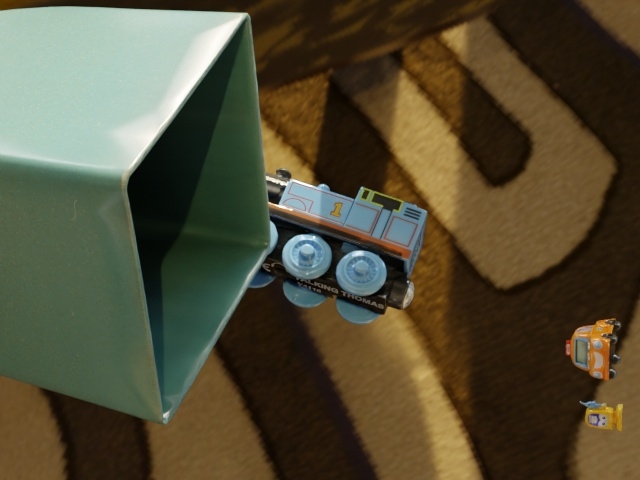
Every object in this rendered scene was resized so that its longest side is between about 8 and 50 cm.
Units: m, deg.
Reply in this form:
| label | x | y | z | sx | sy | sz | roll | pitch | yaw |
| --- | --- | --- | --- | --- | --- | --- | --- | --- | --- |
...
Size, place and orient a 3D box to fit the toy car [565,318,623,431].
| label | x | y | z | sx | sy | sz | roll | pitch | yaw |
| --- | --- | --- | --- | --- | --- | --- | --- | --- | --- |
| toy car | 0.210 | 0.113 | 1.168 | 0.040 | 0.122 | 0.060 | 3 | 34 | 15 |

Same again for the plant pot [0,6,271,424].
| label | x | y | z | sx | sy | sz | roll | pitch | yaw |
| --- | --- | --- | --- | --- | --- | --- | --- | --- | --- |
| plant pot | -0.170 | -0.032 | 0.845 | 0.234 | 0.166 | 0.165 | 10 | 40 | 16 |

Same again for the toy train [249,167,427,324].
| label | x | y | z | sx | sy | sz | roll | pitch | yaw |
| --- | --- | --- | --- | --- | --- | --- | --- | --- | --- |
| toy train | 0.000 | 0.000 | 1.296 | 0.184 | 0.080 | 0.105 | 19 | 62 | 10 |
